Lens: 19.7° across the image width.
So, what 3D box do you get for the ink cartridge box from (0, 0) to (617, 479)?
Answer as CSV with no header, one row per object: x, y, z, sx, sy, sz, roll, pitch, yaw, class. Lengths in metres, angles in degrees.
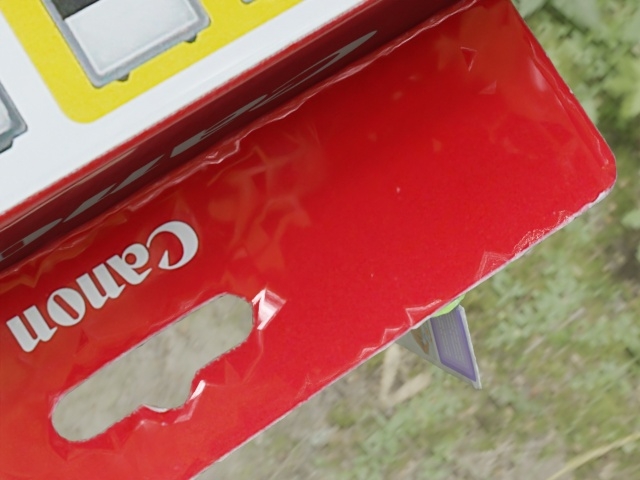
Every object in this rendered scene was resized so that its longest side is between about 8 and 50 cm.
-0.078,-0.069,0.412,0.309,0.130,0.272,-34,91,-23,ink cartridge box

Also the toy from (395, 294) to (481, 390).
0.000,0.000,1.014,0.056,0.237,0.137,-23,109,-22,toy
